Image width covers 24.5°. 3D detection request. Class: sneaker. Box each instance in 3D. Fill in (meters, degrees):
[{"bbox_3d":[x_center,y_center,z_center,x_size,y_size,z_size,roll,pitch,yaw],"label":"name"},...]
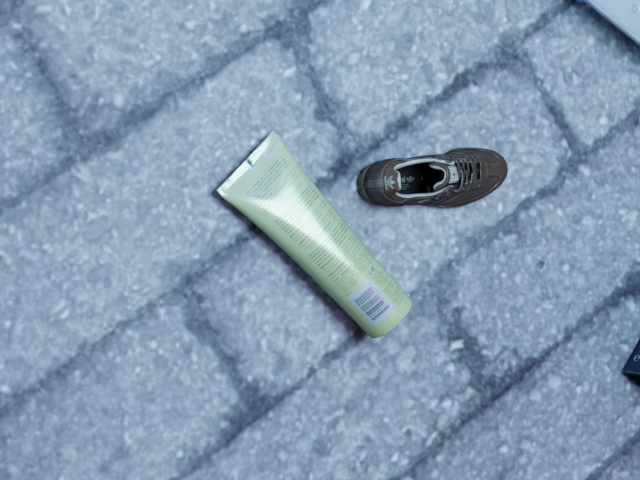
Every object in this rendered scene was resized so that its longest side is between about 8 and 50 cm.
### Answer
[{"bbox_3d":[0.137,-0.065,1.618,0.188,0.071,0.066,-10,96,-27],"label":"sneaker"}]

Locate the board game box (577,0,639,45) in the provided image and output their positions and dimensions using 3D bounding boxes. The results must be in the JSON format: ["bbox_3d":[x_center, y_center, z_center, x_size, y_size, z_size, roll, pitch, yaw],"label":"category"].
[{"bbox_3d":[0.478,-0.375,1.783,0.390,0.050,0.390,31,75,-27],"label":"board game box"}]

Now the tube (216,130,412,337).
[{"bbox_3d":[0.000,0.000,1.562,0.240,0.062,0.070,47,28,-16],"label":"tube"}]

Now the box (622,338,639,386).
[{"bbox_3d":[0.559,0.087,1.719,0.183,0.296,0.294,38,74,-23],"label":"box"}]
